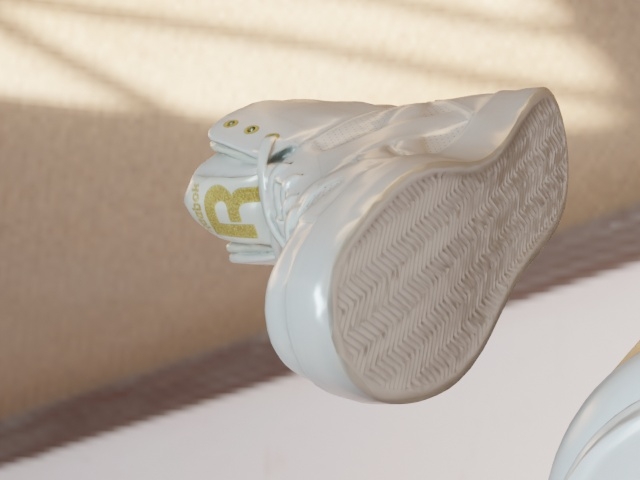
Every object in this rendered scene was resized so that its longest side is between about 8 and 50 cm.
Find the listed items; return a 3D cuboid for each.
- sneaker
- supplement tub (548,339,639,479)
[{"bbox_3d":[0.000,0.000,0.945,0.169,0.108,0.292,-1,-163,24],"label":"sneaker"},{"bbox_3d":[0.158,0.089,0.684,0.144,0.144,0.199,-13,-175,22],"label":"supplement tub"}]
